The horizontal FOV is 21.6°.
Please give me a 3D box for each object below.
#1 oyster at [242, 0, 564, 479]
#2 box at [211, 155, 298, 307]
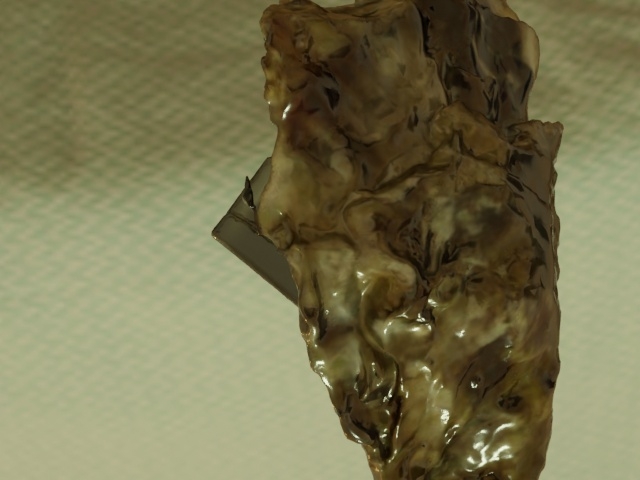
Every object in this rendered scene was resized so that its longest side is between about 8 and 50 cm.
[{"bbox_3d":[0.030,0.006,0.390,0.051,0.103,0.148,5,112,33],"label":"oyster"},{"bbox_3d":[0.000,0.000,0.656,0.060,0.063,0.084,-51,173,0],"label":"box"}]
